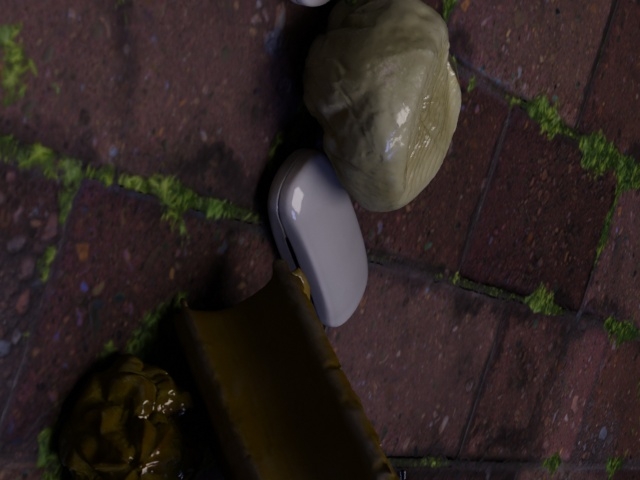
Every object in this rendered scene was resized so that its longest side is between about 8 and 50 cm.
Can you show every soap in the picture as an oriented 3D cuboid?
[{"bbox_3d":[-0.005,0.235,1.381,0.156,0.335,0.293,-20,136,-10],"label":"soap"}]

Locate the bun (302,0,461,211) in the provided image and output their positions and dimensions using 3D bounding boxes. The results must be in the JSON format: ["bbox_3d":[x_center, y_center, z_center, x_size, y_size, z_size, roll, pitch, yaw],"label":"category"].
[{"bbox_3d":[0.056,-0.145,1.469,0.229,0.145,0.229,18,90,-75],"label":"bun"}]

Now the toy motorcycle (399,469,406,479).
[{"bbox_3d":[0.137,0.387,1.946,0.058,0.100,0.173,-35,137,-48],"label":"toy motorcycle"}]

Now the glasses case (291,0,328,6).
[{"bbox_3d":[-0.002,-0.316,1.374,0.074,0.049,0.193,-25,125,-52],"label":"glasses case"}]

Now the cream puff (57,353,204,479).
[{"bbox_3d":[-0.159,0.178,1.318,0.146,0.116,0.146,-29,127,-48],"label":"cream puff"}]

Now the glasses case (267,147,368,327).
[{"bbox_3d":[0.000,0.000,1.539,0.092,0.059,0.233,-58,147,-28],"label":"glasses case"}]
